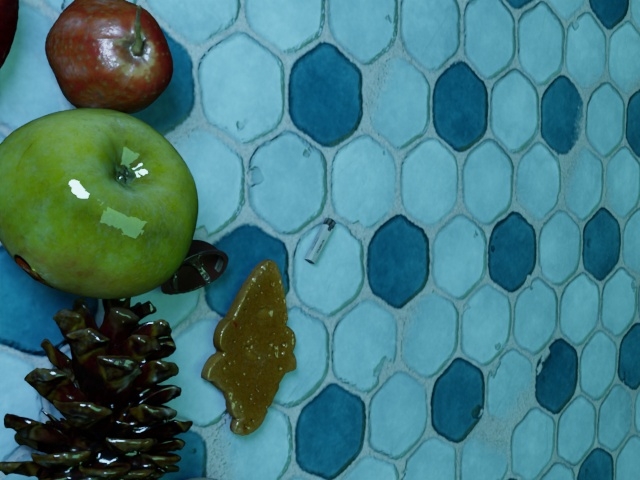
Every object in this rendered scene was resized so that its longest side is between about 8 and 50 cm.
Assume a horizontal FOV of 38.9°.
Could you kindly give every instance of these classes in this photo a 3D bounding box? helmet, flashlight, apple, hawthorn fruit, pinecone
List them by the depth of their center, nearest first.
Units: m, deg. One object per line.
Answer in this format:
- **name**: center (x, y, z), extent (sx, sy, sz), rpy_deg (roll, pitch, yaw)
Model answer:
- **apple**: center (-0.277, -0.051, 1.119), extent (0.260, 0.194, 0.261), rpy_deg (21, 49, -27)
- **hawthorn fruit**: center (-0.251, -0.234, 1.147), extent (0.162, 0.203, 0.163), rpy_deg (-8, 103, -39)
- **pinecone**: center (-0.283, 0.211, 1.159), extent (0.244, 0.244, 0.309), rpy_deg (15, 66, -42)
- **helmet**: center (-0.196, 0.028, 1.326), extent (0.111, 0.057, 0.089), rpy_deg (-15, 147, -36)
- **flashlight**: center (0.000, 0.000, 1.527), extent (0.018, 0.018, 0.083), rpy_deg (41, 68, -35)

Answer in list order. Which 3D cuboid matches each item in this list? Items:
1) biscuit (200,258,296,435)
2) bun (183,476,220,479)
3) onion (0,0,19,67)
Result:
- **biscuit**: center (-0.108, 0.168, 1.436), extent (0.183, 0.043, 0.280), rpy_deg (9, 84, -46)
- **bun**: center (-0.174, 0.445, 1.359), extent (0.172, 0.119, 0.173), rpy_deg (-4, 96, -43)
- **onion**: center (-0.452, -0.256, 1.008), extent (0.248, 0.161, 0.248), rpy_deg (-31, 137, -35)
